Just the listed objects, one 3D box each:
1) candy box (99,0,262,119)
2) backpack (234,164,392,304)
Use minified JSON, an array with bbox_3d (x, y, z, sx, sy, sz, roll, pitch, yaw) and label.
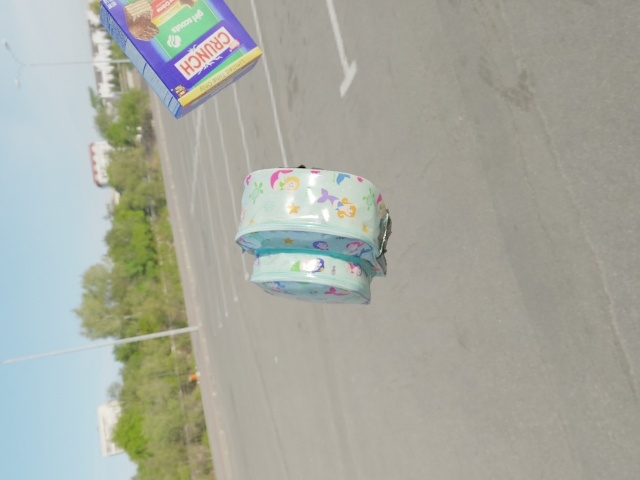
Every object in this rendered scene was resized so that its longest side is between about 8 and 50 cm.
[{"bbox_3d":[-0.356,-0.522,1.452,0.317,0.268,0.122,52,161,-10],"label":"candy box"},{"bbox_3d":[-0.011,-0.006,0.849,0.253,0.225,0.191,66,-150,-66],"label":"backpack"}]
